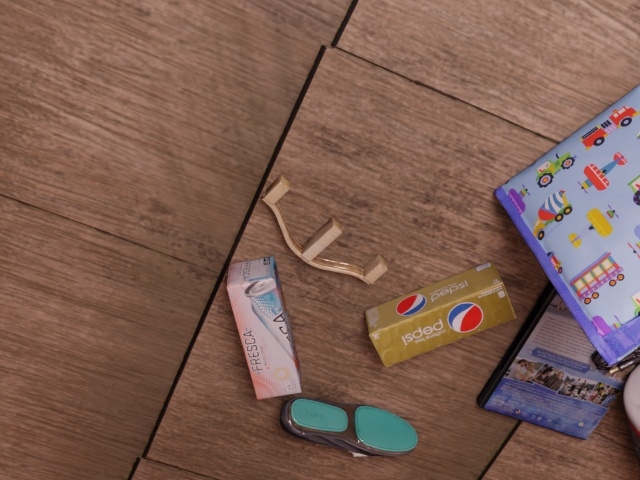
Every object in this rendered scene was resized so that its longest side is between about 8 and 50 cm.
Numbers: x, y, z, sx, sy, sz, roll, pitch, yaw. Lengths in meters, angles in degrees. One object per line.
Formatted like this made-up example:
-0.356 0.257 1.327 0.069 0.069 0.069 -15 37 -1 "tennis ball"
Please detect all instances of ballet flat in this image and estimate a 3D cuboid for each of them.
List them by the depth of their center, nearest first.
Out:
0.034 0.262 1.127 0.203 0.074 0.074 16 116 -19 "ballet flat"

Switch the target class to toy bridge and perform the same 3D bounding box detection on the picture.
0.000 0.000 1.000 0.188 0.026 0.063 39 112 -21 "toy bridge"

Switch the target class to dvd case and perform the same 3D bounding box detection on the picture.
0.350 0.155 1.108 0.180 0.022 0.253 19 116 -12 "dvd case"

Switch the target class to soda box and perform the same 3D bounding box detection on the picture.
-0.070 0.115 1.040 0.063 0.058 0.183 -10 119 2 "soda box"
0.152 0.095 1.043 0.181 0.058 0.061 -22 118 9 "soda box"

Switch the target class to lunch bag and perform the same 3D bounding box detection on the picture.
0.343 -0.015 0.860 0.221 0.293 0.138 -38 114 16 "lunch bag"

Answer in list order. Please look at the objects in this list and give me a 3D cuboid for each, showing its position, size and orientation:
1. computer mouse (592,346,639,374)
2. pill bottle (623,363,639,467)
0.374 0.093 1.042 0.106 0.042 0.193 -28 122 17 "computer mouse"
0.520 0.298 1.111 0.161 0.161 0.283 -21 123 8 "pill bottle"
